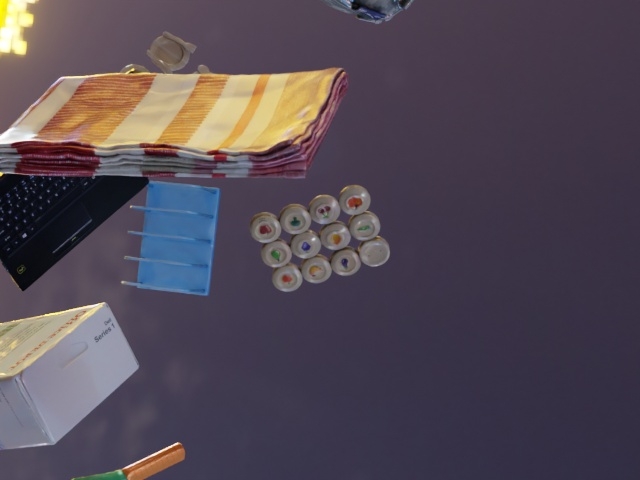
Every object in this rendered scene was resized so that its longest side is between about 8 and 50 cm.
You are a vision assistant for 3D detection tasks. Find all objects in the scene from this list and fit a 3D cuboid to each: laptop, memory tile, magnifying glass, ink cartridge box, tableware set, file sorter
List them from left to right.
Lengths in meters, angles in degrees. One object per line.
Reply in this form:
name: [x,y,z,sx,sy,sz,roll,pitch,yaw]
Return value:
ink cartridge box: [-0.432,0.202,1.692,0.278,0.201,0.117,-12,-69,38]
laptop: [-0.306,-0.068,1.460,0.137,0.234,0.264,30,-26,37]
magnifying glass: [-0.286,0.333,1.586,0.026,0.231,0.092,44,-38,31]
tableware set: [-0.245,-0.252,1.888,0.141,0.168,0.020,43,-25,3]
file sorter: [-0.234,-0.005,1.815,0.118,0.104,0.170,6,-91,13]
memory tile: [0.000,0.000,1.387,0.012,0.148,0.113,-95,166,-59]

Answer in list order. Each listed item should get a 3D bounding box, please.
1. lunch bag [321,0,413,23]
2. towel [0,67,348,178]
lunch bag: [0.007,-0.470,1.742,0.212,0.256,0.305,-44,-144,3]
towel: [-0.150,-0.128,1.199,0.329,0.237,0.037,1,-63,11]
